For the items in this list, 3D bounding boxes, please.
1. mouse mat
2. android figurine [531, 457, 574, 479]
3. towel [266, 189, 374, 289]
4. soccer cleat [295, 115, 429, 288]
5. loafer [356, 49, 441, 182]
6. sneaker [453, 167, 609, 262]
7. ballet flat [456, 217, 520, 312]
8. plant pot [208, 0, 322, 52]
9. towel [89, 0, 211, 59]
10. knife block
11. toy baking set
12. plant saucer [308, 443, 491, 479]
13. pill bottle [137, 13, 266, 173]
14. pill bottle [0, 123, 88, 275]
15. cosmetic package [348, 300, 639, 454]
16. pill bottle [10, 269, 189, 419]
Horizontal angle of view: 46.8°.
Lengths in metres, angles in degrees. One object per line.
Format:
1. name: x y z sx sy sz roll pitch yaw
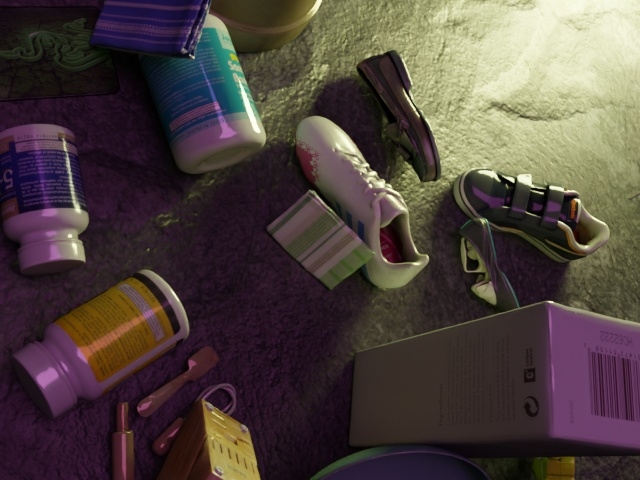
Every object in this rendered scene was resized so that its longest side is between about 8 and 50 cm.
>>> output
1. mouse mat: -0.410 -0.286 1.118 0.190 0.007 0.152 -11 80 -32
2. android figurine: 0.379 0.330 1.227 0.056 0.273 0.248 0 72 12
3. towel: 0.000 0.000 1.201 0.152 0.113 0.023 44 32 -12
4. soccer cleat: 0.077 -0.078 1.240 0.116 0.143 0.331 -28 89 -32
5. loafer: 0.141 -0.222 1.364 0.084 0.096 0.267 -15 75 -12
6. sneaker: 0.418 -0.064 1.436 0.321 0.127 0.126 24 66 -19
7. ballet flat: 0.305 0.059 1.375 0.074 0.074 0.203 -22 92 -32
8. plant pot: -0.095 -0.516 1.202 0.323 0.280 0.322 8 72 -25
9. towel: -0.219 -0.434 1.070 0.040 0.243 0.335 17 90 -52
10. knife block: -0.184 0.366 0.944 0.088 0.275 0.242 40 94 -20
11. toy baking set: -0.202 0.285 1.046 0.197 0.030 0.256 -2 79 -34
12. plant saucer: 0.089 0.387 1.048 0.318 0.317 0.043 18 30 -23
13. pill bottle: -0.192 -0.247 1.142 0.146 0.146 0.263 -17 84 -32
14. pill bottle: -0.376 -0.053 1.002 0.112 0.112 0.186 -7 78 -30
15. cosmetic package: 0.251 0.222 1.060 0.230 0.453 0.161 14 68 -25
16. pill bottle: -0.291 0.137 0.986 0.209 0.119 0.119 -33 92 -33
